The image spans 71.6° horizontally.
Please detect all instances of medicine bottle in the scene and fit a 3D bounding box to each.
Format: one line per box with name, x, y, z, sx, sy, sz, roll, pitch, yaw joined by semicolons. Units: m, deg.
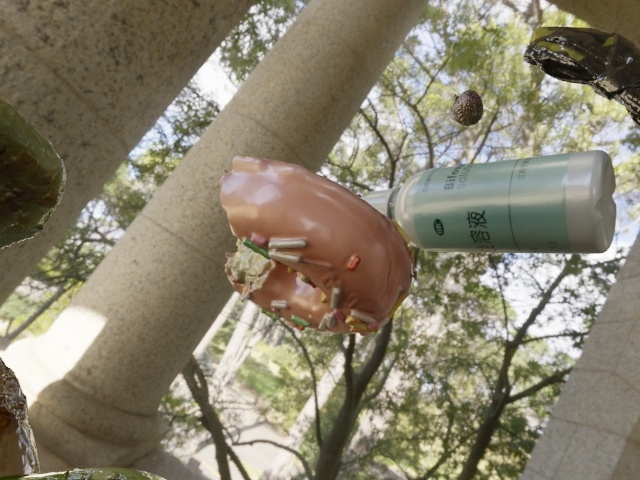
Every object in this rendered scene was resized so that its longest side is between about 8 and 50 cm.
medicine bottle;0.165;-0.040;0.571;0.352;0.110;0.110;0;-33;41

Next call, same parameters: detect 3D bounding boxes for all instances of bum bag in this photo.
bum bag;0.336;-0.182;0.502;0.232;0.106;0.060;52;-18;25

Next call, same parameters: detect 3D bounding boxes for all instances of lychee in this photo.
lychee;0.324;-0.294;0.982;0.083;0.068;0.067;51;-3;-6

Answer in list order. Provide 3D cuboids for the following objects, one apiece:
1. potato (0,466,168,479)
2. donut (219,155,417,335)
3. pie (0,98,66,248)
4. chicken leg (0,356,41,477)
potato;-0.182;0.249;0.257;0.216;0.216;0.304;23;6;36
donut;-0.011;0.026;0.439;0.199;0.085;0.233;25;-28;5
pie;-0.558;-0.094;0.685;0.071;0.306;0.306;38;-9;34
chicken leg;-0.437;0.155;0.462;0.295;0.182;0.409;-38;-105;46
